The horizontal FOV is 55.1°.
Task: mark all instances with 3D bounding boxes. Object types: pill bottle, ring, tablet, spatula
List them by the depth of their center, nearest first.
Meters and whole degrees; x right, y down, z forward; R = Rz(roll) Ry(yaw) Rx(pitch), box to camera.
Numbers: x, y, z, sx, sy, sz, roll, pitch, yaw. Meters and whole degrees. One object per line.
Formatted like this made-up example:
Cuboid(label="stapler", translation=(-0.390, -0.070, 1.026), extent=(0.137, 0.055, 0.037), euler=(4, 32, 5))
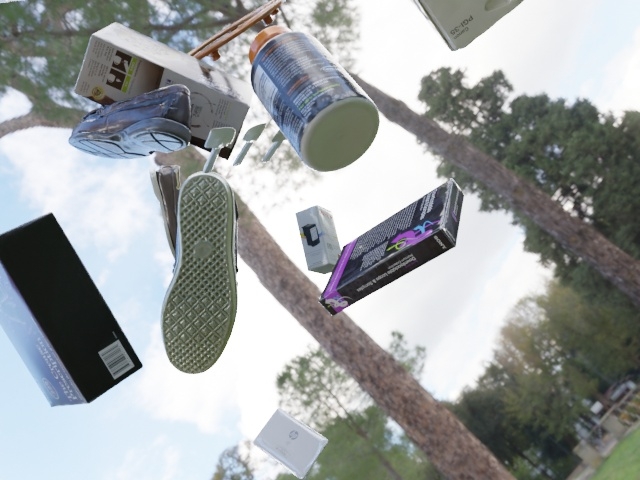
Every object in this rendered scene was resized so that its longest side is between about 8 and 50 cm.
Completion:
Cuboid(label="tablet", translation=(-0.036, 0.241, 0.734), extent=(0.054, 0.083, 0.006), euler=(-51, -37, -21))
Cuboid(label="pill bottle", translation=(-0.024, -0.225, 0.920), extent=(0.130, 0.246, 0.131), euler=(-21, -37, -16))
Cuboid(label="spatula", translation=(-0.127, -0.164, 1.094), extent=(0.168, 0.019, 0.242), euler=(-14, -7, -19))
Cuboid(label="ring", translation=(-0.214, -0.445, 1.371), extent=(0.336, 0.336, 0.032), euler=(-41, -65, -15))

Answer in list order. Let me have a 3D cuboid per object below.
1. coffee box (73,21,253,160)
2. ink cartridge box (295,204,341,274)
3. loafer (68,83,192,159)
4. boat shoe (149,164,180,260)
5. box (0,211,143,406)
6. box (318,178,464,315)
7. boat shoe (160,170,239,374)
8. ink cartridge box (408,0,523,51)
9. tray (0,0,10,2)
Cuboid(label="coffee box", translation=(-0.284, -0.286, 1.168), extent=(0.168, 0.297, 0.119), euler=(-94, 29, -63))
Cuboid(label="ink cartridge box", translation=(0.000, 0.000, 1.753), extent=(0.072, 0.175, 0.127), euler=(-19, -15, 20))
Cuboid(label="loafer", translation=(-0.325, -0.203, 1.067), extent=(0.109, 0.302, 0.095), euler=(24, -107, -49))
Cuboid(label="boat shoe", translation=(-0.452, -0.077, 1.936), extent=(0.096, 0.325, 0.116), euler=(-15, -1, -11))
Cuboid(label="box", translation=(-0.404, 0.112, 0.922), extent=(0.103, 0.261, 0.184), euler=(-34, 8, -38))
Cuboid(label="box", translation=(0.077, 0.007, 0.658), extent=(0.162, 0.029, 0.116), euler=(-34, 15, 32))
Cuboid(label="boat shoe", translation=(-0.286, 0.081, 1.525), extent=(0.156, 0.186, 0.501), euler=(-82, -3, -86))
Cuboid(label="ink cartridge box", translation=(0.216, -0.451, 0.955), extent=(0.207, 0.283, 0.117), euler=(-37, -51, 17))
Cuboid(label="tray", translation=(-0.412, -0.267, 0.519), extent=(0.202, 0.411, 0.076), euler=(-8, -77, -11))
